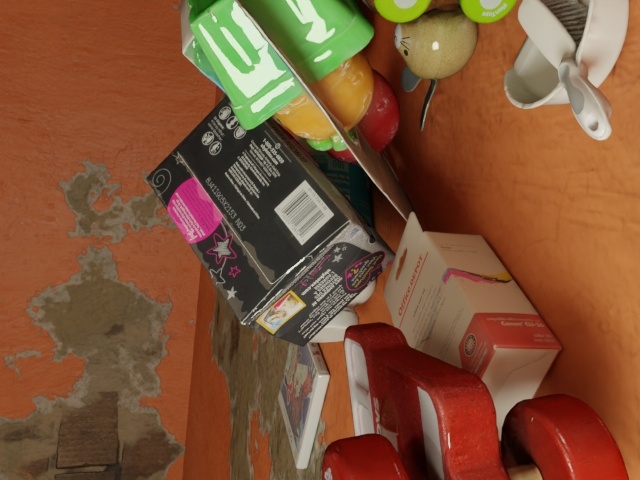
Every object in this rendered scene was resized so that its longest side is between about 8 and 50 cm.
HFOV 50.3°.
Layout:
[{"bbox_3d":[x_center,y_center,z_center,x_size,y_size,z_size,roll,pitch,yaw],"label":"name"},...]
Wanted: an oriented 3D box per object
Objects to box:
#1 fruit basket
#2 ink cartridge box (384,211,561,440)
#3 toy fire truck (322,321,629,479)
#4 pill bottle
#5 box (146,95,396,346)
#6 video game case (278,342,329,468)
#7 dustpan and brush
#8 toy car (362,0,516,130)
[{"bbox_3d":[-0.005,-0.166,0.751,0.353,0.166,0.327,53,-167,-39],"label":"fruit basket"},{"bbox_3d":[0.126,0.070,0.629,0.198,0.067,0.115,-111,30,-51],"label":"ink cartridge box"},{"bbox_3d":[0.085,0.222,0.503,0.254,0.170,0.301,-173,74,-77],"label":"toy fire truck"},{"bbox_3d":[0.000,0.000,0.926,0.146,0.146,0.263,130,140,-63],"label":"pill bottle"},{"bbox_3d":[-0.057,-0.028,0.796,0.163,0.142,0.247,-44,59,8],"label":"box"},{"bbox_3d":[-0.034,0.256,1.185,0.183,0.023,0.201,-116,35,-59],"label":"video game case"},{"bbox_3d":[0.184,-0.138,0.500,0.211,0.060,0.147,-102,24,-43],"label":"dustpan and brush"},{"bbox_3d":[0.100,-0.214,0.687,0.188,0.149,0.155,94,172,-45],"label":"toy car"}]
